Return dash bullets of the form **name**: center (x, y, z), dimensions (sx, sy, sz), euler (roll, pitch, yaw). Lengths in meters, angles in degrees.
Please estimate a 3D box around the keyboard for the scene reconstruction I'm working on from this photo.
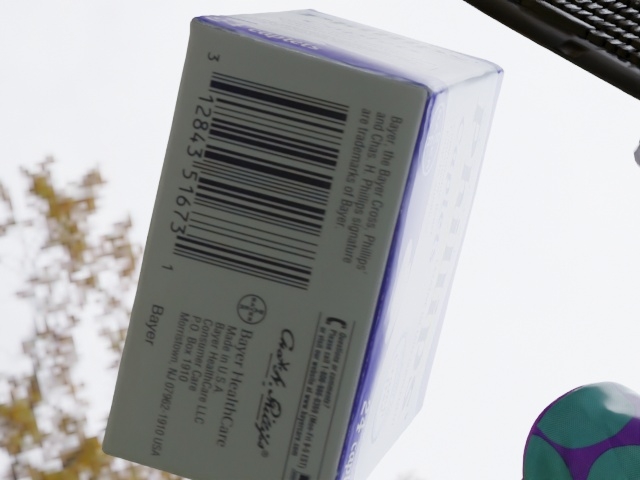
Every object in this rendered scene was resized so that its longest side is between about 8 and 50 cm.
- **keyboard**: center (0.138, -0.093, 0.691), dimensions (0.192, 0.100, 0.038), euler (41, -44, 51)

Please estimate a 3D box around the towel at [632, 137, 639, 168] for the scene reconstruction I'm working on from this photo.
- **towel**: center (0.299, -0.031, 0.464), dimensions (0.332, 0.317, 0.053), euler (144, -49, -65)

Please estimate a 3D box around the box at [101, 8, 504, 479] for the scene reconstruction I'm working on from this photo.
- **box**: center (0.000, 0.000, 0.525), dimensions (0.072, 0.137, 0.126), euler (16, -78, 11)

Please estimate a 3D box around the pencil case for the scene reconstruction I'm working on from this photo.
- **pencil case**: center (0.137, 0.108, 0.587), dimensions (0.151, 0.070, 0.064), euler (30, -31, 40)
